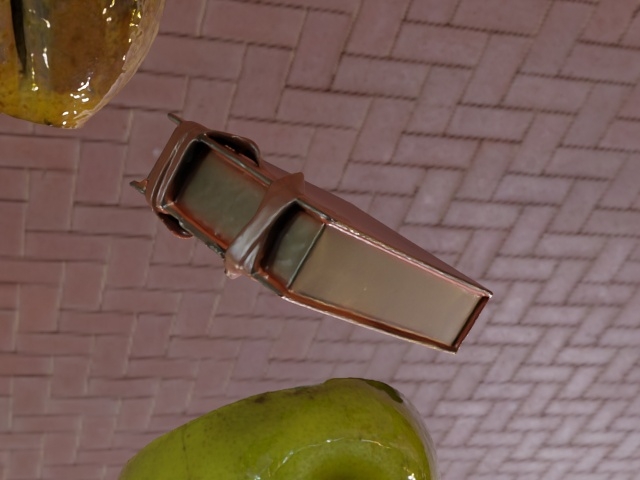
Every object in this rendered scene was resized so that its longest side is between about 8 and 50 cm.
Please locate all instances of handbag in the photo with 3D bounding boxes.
[{"bbox_3d":[0.000,0.000,0.568,0.190,0.127,0.063,22,100,-53],"label":"handbag"}]

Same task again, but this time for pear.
[{"bbox_3d":[-0.011,0.122,0.406,0.141,0.104,0.141,-15,160,-6],"label":"pear"}]

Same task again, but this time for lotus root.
[{"bbox_3d":[-0.229,-0.178,0.813,0.199,0.188,0.180,-10,117,-54],"label":"lotus root"}]
